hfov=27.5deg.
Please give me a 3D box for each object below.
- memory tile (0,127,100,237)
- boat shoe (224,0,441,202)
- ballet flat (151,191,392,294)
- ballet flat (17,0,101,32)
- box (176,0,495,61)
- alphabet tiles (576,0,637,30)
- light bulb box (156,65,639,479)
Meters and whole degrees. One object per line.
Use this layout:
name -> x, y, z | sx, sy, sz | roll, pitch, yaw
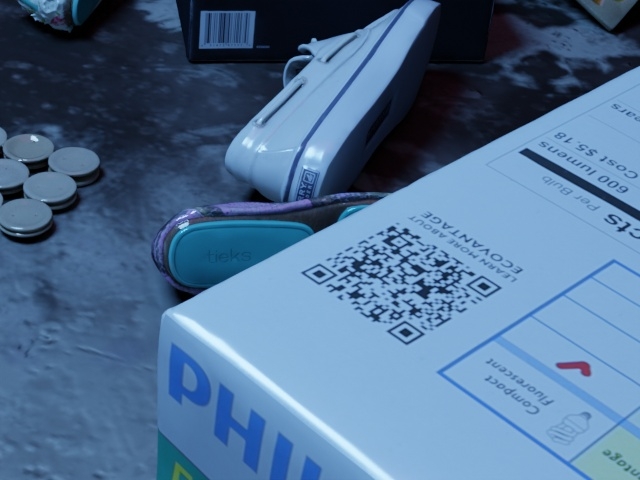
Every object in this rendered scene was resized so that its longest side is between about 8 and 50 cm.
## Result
memory tile -> -0.240, -0.047, 0.919 | 0.148, 0.012, 0.113 | 14, 37, 10
boat shoe -> 0.015, -0.114, 0.992 | 0.088, 0.096, 0.267 | 23, 47, 12
ballet flat -> 0.000, 0.000, 0.857 | 0.221, 0.077, 0.079 | 0, 18, -9
ballet flat -> -0.197, -0.270, 1.149 | 0.077, 0.091, 0.241 | 19, 42, 10
box -> 0.004, -0.244, 1.154 | 0.261, 0.103, 0.184 | -2, 35, -12
alphabet tiles -> 0.276, -0.369, 1.247 | 0.342, 0.011, 0.285 | 43, 72, -1
light bulb box -> 0.171, 0.129, 0.575 | 0.361, 0.225, 0.358 | -27, 49, -37
